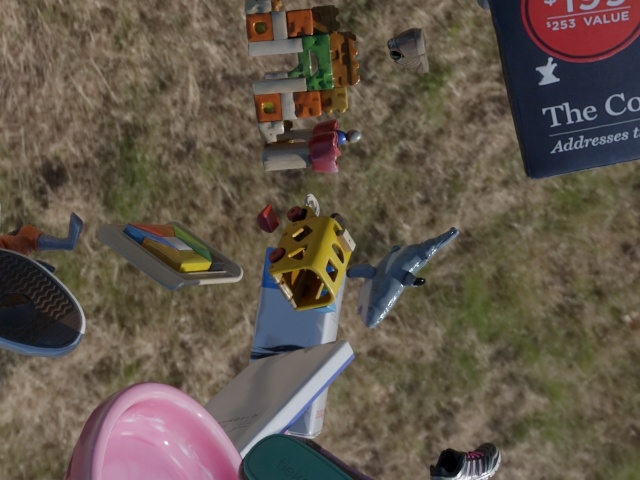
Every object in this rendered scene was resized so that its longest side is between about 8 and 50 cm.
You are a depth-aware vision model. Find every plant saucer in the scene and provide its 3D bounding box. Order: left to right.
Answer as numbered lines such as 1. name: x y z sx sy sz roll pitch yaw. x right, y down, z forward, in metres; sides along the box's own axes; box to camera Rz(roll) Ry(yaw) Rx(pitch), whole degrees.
1. plant saucer: -0.163 0.317 1.003 0.084 0.332 0.332 -25 129 17

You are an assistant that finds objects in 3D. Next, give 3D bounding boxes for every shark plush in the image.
1. shark plush: 0.112 0.045 1.204 0.161 0.067 0.073 -30 128 -4

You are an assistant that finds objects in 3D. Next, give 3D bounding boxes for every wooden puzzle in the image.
1. wooden puzzle: -0.295 0.020 1.921 0.239 0.221 0.044 -9 129 -61

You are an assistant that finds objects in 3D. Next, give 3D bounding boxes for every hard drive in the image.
1. hard drive: -0.107 0.258 1.444 0.210 0.319 0.040 -18 102 35

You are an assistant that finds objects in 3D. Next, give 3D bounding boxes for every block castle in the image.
1. block castle: -0.027 -0.379 1.993 0.213 0.303 0.453 -4 104 3

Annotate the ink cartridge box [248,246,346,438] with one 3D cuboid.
1. ink cartridge box: -0.056 0.233 2.165 0.166 0.285 0.394 7 82 6

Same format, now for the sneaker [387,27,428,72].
1. sneaker: 0.171 -0.370 1.856 0.071 0.188 0.066 -6 82 8

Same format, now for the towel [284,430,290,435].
1. towel: -0.119 0.410 1.822 0.144 0.029 0.197 -35 139 -20

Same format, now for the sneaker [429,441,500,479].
1. sneaker: 0.255 0.395 1.694 0.170 0.063 0.074 -26 106 -33

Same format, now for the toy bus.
1. toy bus: -0.001 0.012 1.501 0.104 0.202 0.191 -12 173 30

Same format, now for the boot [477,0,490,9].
1. boot: 0.165 -0.482 1.394 0.223 0.338 0.118 -7 172 19

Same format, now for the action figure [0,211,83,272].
1. action figure: -0.597 0.043 1.537 0.330 0.178 0.341 -29 170 23

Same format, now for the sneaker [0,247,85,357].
1. sneaker: -0.406 0.067 1.131 0.290 0.106 0.123 24 150 6

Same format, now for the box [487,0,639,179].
1. box: 0.244 -0.233 0.504 0.343 0.179 0.312 -11 122 17

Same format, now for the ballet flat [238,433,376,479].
1. ballet flat: 0.035 0.191 0.579 0.077 0.221 0.079 -41 131 -26
